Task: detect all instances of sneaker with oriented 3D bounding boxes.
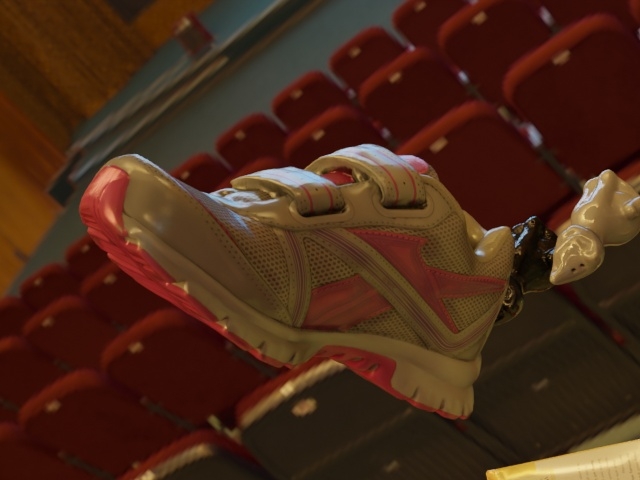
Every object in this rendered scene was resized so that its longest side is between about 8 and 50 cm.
[{"bbox_3d":[0.000,0.000,0.566,0.103,0.252,0.111,26,93,45],"label":"sneaker"}]

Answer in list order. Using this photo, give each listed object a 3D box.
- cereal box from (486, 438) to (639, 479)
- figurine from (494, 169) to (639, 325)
[{"bbox_3d":[0.282,0.267,1.066,0.240,0.047,0.173,-16,74,22],"label":"cereal box"},{"bbox_3d":[0.296,0.020,1.495,0.215,0.092,0.209,-36,3,39],"label":"figurine"}]
